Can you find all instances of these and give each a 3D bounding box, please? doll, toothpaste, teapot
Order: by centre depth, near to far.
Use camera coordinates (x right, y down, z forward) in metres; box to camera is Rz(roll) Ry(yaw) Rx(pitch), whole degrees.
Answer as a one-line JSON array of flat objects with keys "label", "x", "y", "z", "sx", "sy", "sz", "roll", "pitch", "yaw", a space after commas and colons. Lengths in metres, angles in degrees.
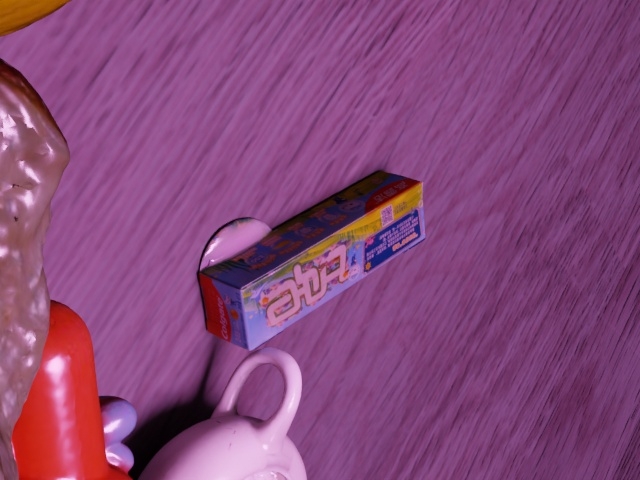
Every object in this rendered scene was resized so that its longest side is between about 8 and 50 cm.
[{"label": "doll", "x": -0.160, "y": 0.176, "z": 0.546, "sx": 0.161, "sy": 0.130, "sz": 0.290, "roll": -17, "pitch": 111, "yaw": -40}, {"label": "teapot", "x": -0.069, "y": 0.177, "z": 0.680, "sx": 0.145, "sy": 0.092, "sz": 0.226, "roll": 12, "pitch": 95, "yaw": -53}, {"label": "toothpaste", "x": 0.000, "y": 0.000, "z": 0.728, "sx": 0.193, "sy": 0.044, "sz": 0.070, "roll": -31, "pitch": 127, "yaw": -39}]

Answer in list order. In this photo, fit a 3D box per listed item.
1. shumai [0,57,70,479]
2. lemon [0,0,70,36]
[{"label": "shumai", "x": -0.180, "y": 0.061, "z": 0.430, "sx": 0.204, "sy": 0.222, "sz": 0.271, "roll": -36, "pitch": 134, "yaw": -55}, {"label": "lemon", "x": -0.143, "y": -0.180, "z": 0.385, "sx": 0.184, "sy": 0.184, "sz": 0.248, "roll": 48, "pitch": 56, "yaw": -47}]
